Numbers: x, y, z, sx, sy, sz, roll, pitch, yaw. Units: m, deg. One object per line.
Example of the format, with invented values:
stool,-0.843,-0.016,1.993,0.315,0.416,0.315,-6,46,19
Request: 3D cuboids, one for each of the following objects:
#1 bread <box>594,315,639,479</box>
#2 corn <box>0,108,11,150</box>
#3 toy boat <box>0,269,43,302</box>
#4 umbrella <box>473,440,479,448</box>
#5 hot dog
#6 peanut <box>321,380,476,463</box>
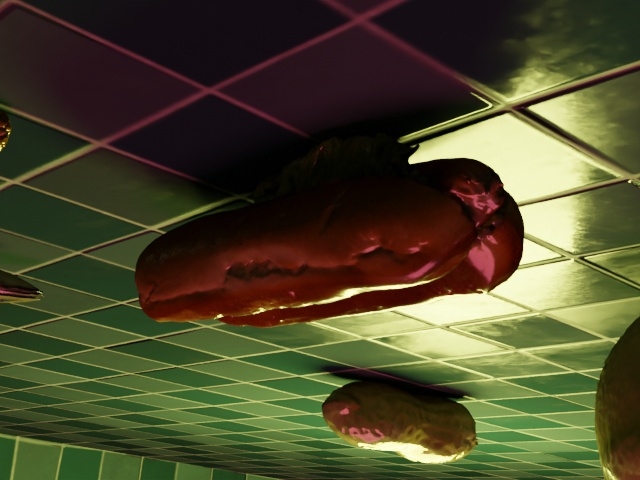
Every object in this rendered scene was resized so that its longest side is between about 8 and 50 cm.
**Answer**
bread,0.380,0.144,0.777,0.321,0.237,0.320,2,128,3
corn,-0.227,-0.078,0.598,0.037,0.037,0.092,-7,155,33
toy boat,-0.369,0.037,0.937,0.210,0.066,0.084,8,163,-12
umbrella,0.271,0.378,1.863,0.031,0.020,0.083,-11,151,38
hot dog,0.000,0.000,0.677,0.135,0.100,0.337,10,164,-40
peanut,0.115,0.262,1.424,0.263,0.101,0.117,20,137,-36
